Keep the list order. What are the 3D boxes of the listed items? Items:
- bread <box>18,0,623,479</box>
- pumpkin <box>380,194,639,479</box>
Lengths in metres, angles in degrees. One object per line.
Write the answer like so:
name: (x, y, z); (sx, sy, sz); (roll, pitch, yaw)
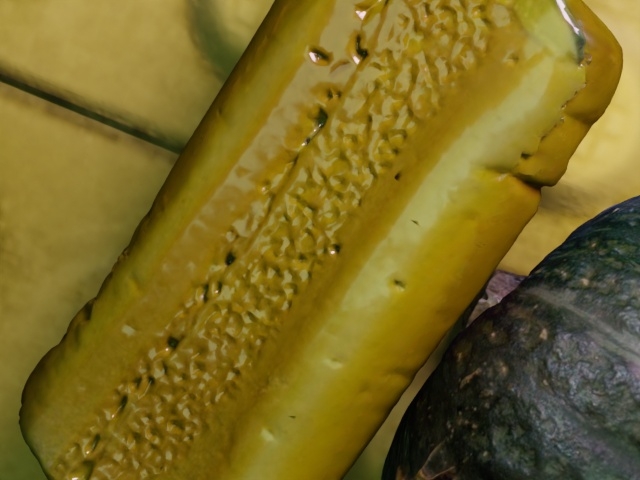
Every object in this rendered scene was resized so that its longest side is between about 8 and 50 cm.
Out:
bread: (0.000, 0.000, 0.988); (0.166, 0.112, 0.383); (37, 106, 12)
pumpkin: (0.161, 0.118, 0.926); (0.263, 0.197, 0.293); (38, 102, 8)
